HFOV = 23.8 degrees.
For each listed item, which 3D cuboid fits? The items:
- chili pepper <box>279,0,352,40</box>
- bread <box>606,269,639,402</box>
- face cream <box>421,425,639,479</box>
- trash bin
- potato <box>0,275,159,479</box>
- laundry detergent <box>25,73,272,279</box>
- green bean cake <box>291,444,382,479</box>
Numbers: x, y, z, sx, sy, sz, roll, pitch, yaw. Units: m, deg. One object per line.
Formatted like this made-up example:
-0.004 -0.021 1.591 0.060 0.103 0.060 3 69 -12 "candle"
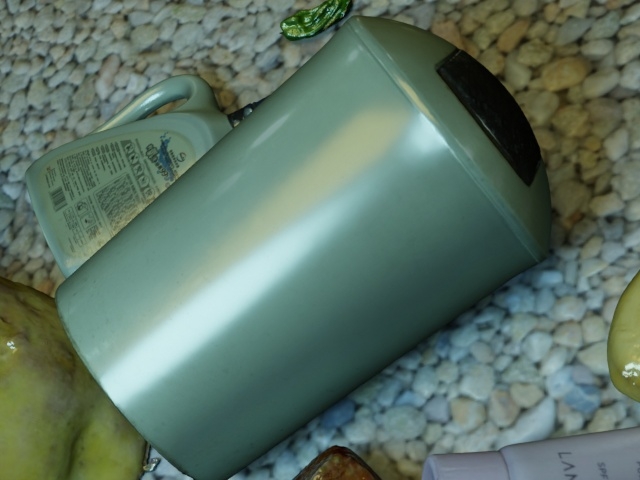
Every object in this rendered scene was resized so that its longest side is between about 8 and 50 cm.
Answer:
-0.004 -0.246 1.669 0.091 0.030 0.034 -29 29 6 "chili pepper"
0.351 0.093 1.264 0.217 0.098 0.147 15 70 29 "bread"
0.223 0.217 1.238 0.274 0.096 0.154 -2 56 -6 "face cream"
0.000 0.000 1.383 0.432 0.280 0.280 -39 53 6 "trash bin"
-0.336 0.162 1.472 0.289 0.237 0.301 31 79 35 "potato"
-0.164 -0.077 1.604 0.280 0.105 0.215 -35 52 7 "laundry detergent"
-0.029 0.285 1.284 0.097 0.198 0.232 45 85 -1 "green bean cake"
